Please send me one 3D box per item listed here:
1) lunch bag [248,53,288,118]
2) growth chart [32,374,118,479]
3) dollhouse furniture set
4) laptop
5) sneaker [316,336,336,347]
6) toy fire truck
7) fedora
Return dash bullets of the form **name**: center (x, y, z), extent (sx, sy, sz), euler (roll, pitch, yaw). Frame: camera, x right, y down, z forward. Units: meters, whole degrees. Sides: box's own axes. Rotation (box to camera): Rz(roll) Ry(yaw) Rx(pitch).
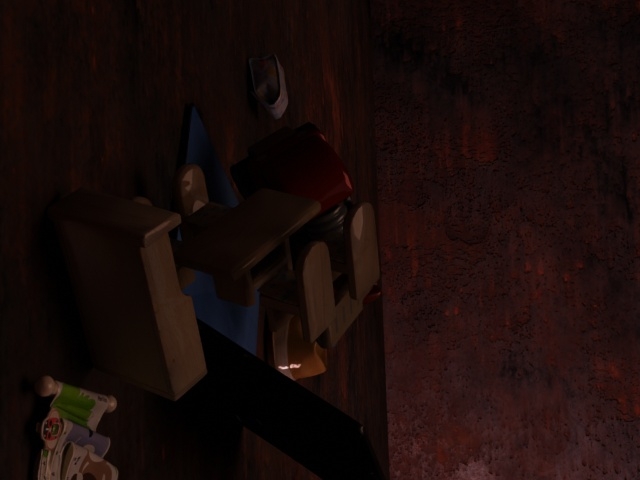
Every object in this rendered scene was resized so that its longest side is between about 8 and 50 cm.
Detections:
- **lunch bag**: center (-0.079, -0.232, 1.511), extent (0.071, 0.053, 0.083), euler (39, 40, -80)
- **growth chart**: center (-0.196, 0.230, 0.800), extent (0.172, 0.021, 0.237), euler (46, 43, -77)
- **dollhouse furniture set**: center (-0.100, -0.003, 0.885), extent (0.242, 0.212, 0.161), euler (-41, 134, -43)
- **laptop**: center (-0.028, 0.103, 1.218), extent (0.236, 0.408, 0.382), euler (-52, 154, -18)
- **sneaker**: center (-0.004, 0.103, 1.311), extent (0.135, 0.052, 0.058), euler (-107, -178, -71)
- **toy fire truck**: center (0.000, 0.000, 1.171), extent (0.246, 0.158, 0.217), euler (35, -27, 59)
- **fedora**: center (-0.031, 0.167, 1.596), extent (0.194, 0.079, 0.194), euler (-3, 90, -80)
